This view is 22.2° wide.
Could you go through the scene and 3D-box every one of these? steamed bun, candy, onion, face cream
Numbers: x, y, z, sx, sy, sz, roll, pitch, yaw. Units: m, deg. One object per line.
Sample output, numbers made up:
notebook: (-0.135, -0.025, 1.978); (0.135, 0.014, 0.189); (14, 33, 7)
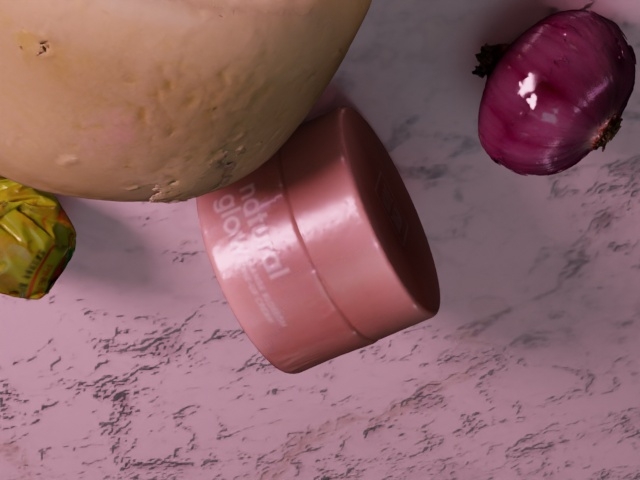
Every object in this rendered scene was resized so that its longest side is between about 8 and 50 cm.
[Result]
steamed bun: (-0.104, -0.114, 0.885); (0.273, 0.166, 0.232); (14, 131, -26)
candy: (-0.269, -0.043, 1.017); (0.262, 0.073, 0.077); (30, 106, -29)
onion: (0.144, -0.095, 1.026); (0.115, 0.104, 0.115); (-45, 153, -30)
face cream: (0.000, 0.000, 1.048); (0.104, 0.149, 0.149); (-24, 137, 14)
